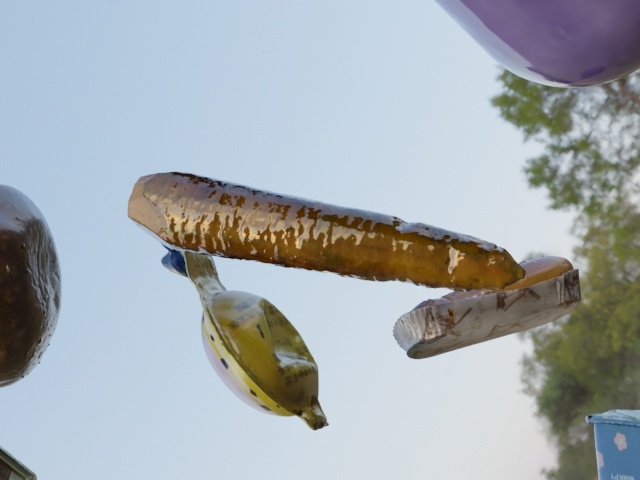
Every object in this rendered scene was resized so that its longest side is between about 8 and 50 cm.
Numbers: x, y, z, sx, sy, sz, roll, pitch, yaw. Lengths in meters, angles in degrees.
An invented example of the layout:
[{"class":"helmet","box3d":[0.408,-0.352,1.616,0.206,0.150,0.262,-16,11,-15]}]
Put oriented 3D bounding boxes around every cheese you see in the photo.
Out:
[{"class":"cheese","box3d":[-0.077,0.069,0.849,0.064,0.250,0.156,-39,-13,8]}]

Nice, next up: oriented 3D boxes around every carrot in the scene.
[{"class":"carrot","box3d":[0.000,0.000,0.739,0.066,0.314,0.066,12,-90,-76]}]

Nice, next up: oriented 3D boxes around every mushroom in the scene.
[{"class":"mushroom","box3d":[-0.523,0.072,1.537,0.345,0.239,0.345,0,-90,-69]}]

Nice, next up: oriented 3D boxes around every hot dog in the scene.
[{"class":"hot dog","box3d":[0.164,0.066,0.933,0.191,0.059,0.108,-16,-25,-9]}]

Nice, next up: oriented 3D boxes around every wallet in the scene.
[{"class":"wallet","box3d":[0.358,0.289,1.047,0.059,0.202,0.141,-2,-5,-26]}]

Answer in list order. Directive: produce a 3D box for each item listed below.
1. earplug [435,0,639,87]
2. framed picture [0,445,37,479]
[{"class":"earplug","box3d":[0.079,-0.283,0.604,0.215,0.456,0.215,-40,21,19]},{"class":"framed picture","box3d":[-0.387,0.223,0.907,0.016,0.273,0.216,-32,28,17]}]
